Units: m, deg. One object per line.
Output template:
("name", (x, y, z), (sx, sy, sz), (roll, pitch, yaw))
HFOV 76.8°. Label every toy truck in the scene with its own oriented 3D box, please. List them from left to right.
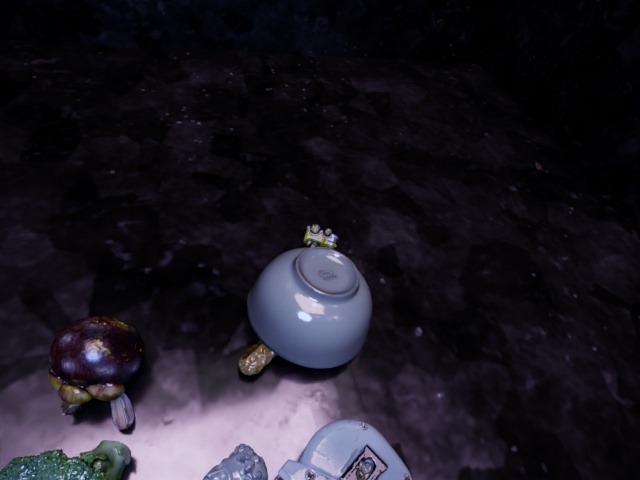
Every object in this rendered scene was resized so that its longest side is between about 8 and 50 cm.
("toy truck", (0.000, 0.000, 1.326), (0.111, 0.076, 0.076), (19, 73, 5))

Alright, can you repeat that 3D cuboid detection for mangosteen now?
("mangosteen", (-0.505, 0.280, 0.903), (0.192, 0.192, 0.217), (16, 81, -1))

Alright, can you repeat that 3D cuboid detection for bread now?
("bread", (-0.162, 0.299, 1.040), (0.066, 0.060, 0.110), (30, 52, 28))

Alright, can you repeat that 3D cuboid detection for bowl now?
("bowl", (-0.007, 0.140, 1.087), (0.354, 0.185, 0.353), (14, 39, -11))

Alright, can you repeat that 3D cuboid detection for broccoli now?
("broccoli", (-0.442, 0.476, 0.719), (0.270, 0.269, 0.270), (20, 19, 3))

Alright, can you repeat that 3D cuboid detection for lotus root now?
("lotus root", (-0.445, 0.389, 0.910), (0.037, 0.030, 0.083), (-33, 57, 1))

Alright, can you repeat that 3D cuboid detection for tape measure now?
("tape measure", (0.056, 0.515, 0.872), (0.243, 0.125, 0.246), (38, 53, 16))

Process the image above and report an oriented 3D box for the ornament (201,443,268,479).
("ornament", (-0.224, 0.537, 0.792), (0.285, 0.130, 0.120), (-36, 50, -26))
